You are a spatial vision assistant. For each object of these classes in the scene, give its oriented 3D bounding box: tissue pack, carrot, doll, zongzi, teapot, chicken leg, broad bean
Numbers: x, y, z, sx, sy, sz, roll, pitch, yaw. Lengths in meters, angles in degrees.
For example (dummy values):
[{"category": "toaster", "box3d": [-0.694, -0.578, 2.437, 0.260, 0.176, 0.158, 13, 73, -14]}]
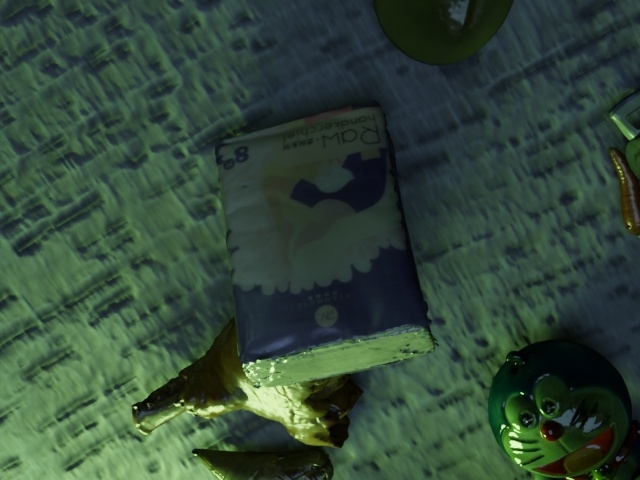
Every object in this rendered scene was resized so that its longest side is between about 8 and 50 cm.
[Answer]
[{"category": "tissue pack", "box3d": [0.000, 0.000, 1.291, 0.242, 0.343, 0.125, -14, 152, 8]}, {"category": "carrot", "box3d": [0.433, -0.066, 1.391, 0.035, 0.035, 0.142, -16, 102, 9]}, {"category": "doll", "box3d": [0.363, 0.270, 1.435, 0.198, 0.186, 0.322, -30, 114, 18]}, {"category": "zongzi", "box3d": [-0.084, 0.344, 1.545, 0.160, 0.078, 0.176, -40, 95, 9]}, {"category": "teapot", "box3d": [0.471, -0.132, 1.341, 0.108, 0.149, 0.111, -40, 147, -14]}, {"category": "chicken leg", "box3d": [-0.080, 0.221, 1.464, 0.409, 0.182, 0.295, -27, 122, 16]}, {"category": "broad bean", "box3d": [0.161, -0.350, 1.260, 0.189, 0.121, 0.263, 17, 111, 1]}]
